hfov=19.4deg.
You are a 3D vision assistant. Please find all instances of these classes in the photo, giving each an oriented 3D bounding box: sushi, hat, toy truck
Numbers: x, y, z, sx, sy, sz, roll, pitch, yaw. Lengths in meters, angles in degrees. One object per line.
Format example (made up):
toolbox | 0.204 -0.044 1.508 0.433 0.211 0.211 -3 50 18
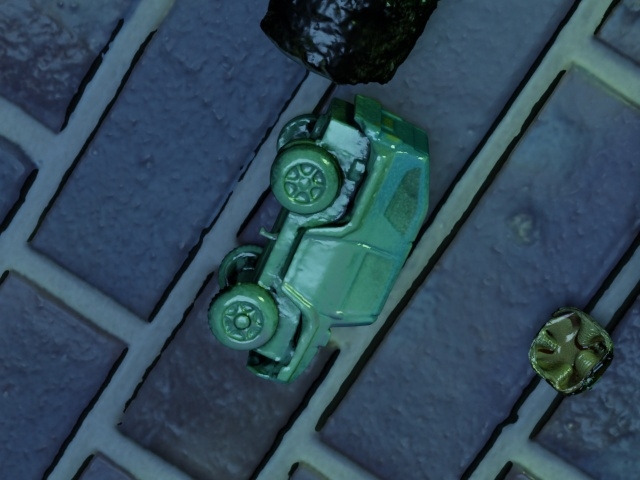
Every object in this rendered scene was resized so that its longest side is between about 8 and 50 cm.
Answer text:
sushi | 0.036 -0.220 1.720 0.124 0.225 0.127 35 107 11
hat | 0.251 0.109 1.851 0.076 0.059 0.077 42 102 15
toy truck | 0.000 0.000 1.820 0.156 0.155 0.279 23 106 -5
